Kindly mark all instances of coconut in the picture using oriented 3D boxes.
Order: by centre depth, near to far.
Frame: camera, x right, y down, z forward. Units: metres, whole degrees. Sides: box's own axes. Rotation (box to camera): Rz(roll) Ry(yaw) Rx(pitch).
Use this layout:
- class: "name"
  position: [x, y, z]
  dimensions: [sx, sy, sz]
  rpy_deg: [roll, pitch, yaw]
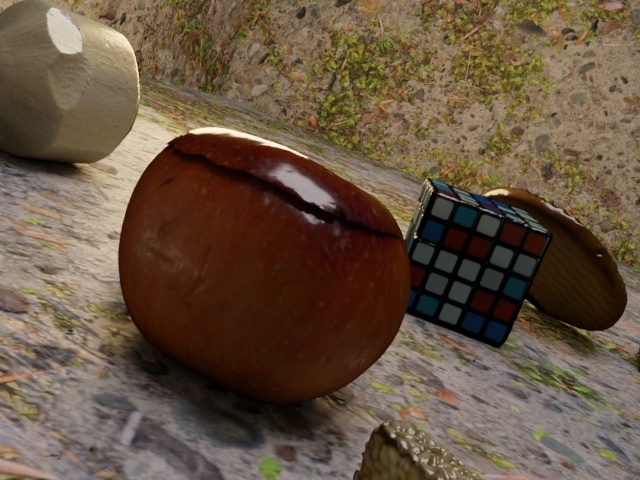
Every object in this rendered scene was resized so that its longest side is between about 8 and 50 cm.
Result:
- class: "coconut"
  position: [-0.416, -0.237, 1.180]
  dimensions: [0.237, 0.237, 0.266]
  rpy_deg: [28, 8, 32]

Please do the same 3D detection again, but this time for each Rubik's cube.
- class: "Rubik's cube"
  position: [0.218, 0.026, 1.170]
  dimensions: [0.184, 0.187, 0.182]
  rpy_deg: [18, 13, 1]

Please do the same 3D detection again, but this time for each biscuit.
- class: "biscuit"
  position: [0.087, 0.184, 0.490]
  dimensions: [0.070, 0.082, 0.168]
  rpy_deg: [13, 13, -41]
- class: "biscuit"
  position: [0.388, 0.032, 1.341]
  dimensions: [0.318, 0.040, 0.318]
  rpy_deg: [42, -16, 15]

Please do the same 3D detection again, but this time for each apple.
- class: "apple"
  position: [-0.052, 0.023, 0.699]
  dimensions: [0.271, 0.206, 0.251]
  rpy_deg: [26, 2, 11]

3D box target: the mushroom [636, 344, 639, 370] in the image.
- class: "mushroom"
  position: [0.653, 0.144, 1.281]
  dimensions: [0.217, 0.212, 0.292]
  rpy_deg: [13, 34, 27]
